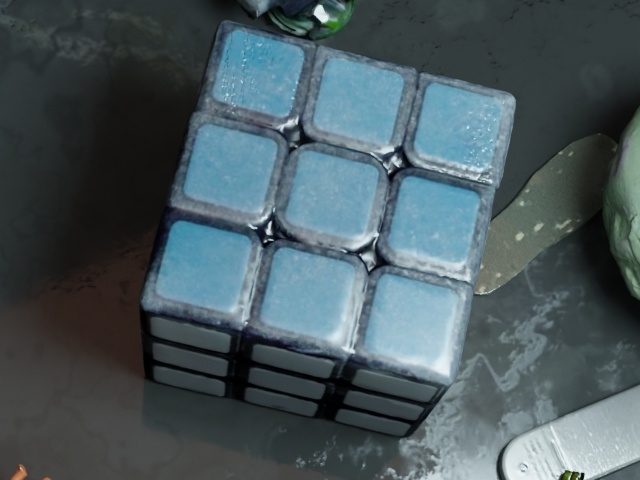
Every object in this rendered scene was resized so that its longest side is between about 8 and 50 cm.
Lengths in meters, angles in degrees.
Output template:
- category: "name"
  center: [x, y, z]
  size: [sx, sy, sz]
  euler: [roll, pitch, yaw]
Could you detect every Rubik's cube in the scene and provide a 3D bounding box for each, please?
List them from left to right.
- category: "Rubik's cube"
  center: [0.000, 0.000, 1.644]
  size: [0.301, 0.304, 0.305]
  euler: [13, 74, -1]

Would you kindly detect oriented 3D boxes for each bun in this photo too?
- category: "bun"
  center: [0.388, -0.021, 1.746]
  size: [0.293, 0.187, 0.293]
  euler: [24, 54, -38]

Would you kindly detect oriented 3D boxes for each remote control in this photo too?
- category: "remote control"
  center: [0.303, 0.206, 1.757]
  size: [0.245, 0.022, 0.077]
  euler: [-21, 74, -11]

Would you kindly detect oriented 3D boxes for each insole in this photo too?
- category: "insole"
  center: [0.242, -0.028, 1.827]
  size: [0.248, 0.011, 0.081]
  euler: [-40, 78, -14]

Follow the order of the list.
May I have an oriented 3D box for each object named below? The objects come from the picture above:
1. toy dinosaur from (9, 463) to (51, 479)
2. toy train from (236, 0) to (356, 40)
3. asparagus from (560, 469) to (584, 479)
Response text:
- category: "toy dinosaur"
  center: [-0.320, 0.265, 1.657]
  size: [0.101, 0.055, 0.279]
  euler: [-39, 82, 8]
- category: "toy train"
  center: [-0.002, -0.385, 1.837]
  size: [0.307, 0.173, 0.249]
  euler: [-35, 71, -14]
- category: "asparagus"
  center: [0.236, 0.348, 1.697]
  size: [0.022, 0.023, 0.232]
  euler: [4, 74, 38]
